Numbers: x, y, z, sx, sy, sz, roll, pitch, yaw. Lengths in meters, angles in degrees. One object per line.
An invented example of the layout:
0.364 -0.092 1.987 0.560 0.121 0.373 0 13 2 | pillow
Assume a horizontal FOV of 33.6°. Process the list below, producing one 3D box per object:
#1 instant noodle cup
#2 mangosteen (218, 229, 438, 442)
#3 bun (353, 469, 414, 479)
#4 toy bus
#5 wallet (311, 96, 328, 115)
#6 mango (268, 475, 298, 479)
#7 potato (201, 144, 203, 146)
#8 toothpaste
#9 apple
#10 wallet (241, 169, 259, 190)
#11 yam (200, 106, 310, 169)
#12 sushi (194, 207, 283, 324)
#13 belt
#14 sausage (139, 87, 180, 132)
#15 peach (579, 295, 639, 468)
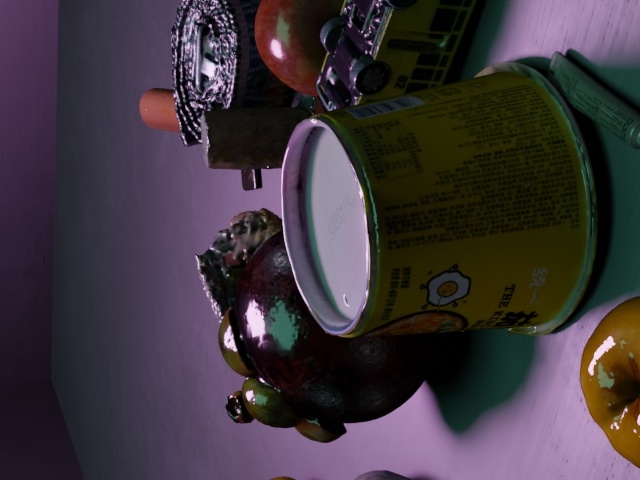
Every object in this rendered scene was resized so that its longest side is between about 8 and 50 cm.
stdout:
0.116 -0.031 1.198 0.325 0.254 0.325 171 90 -67 | instant noodle cup
0.007 0.122 1.419 0.300 0.300 0.300 174 90 -66 | mangosteen
0.073 0.501 1.499 0.354 0.194 0.354 176 90 -65 | bun
0.100 -0.268 1.324 0.128 0.150 0.262 61 142 43 | toy bus
0.054 -0.164 1.577 0.243 0.039 0.133 63 144 39 | wallet
-0.069 0.529 1.904 0.167 0.130 0.262 -112 24 -43 | mango
-0.227 -0.273 2.164 0.198 0.054 0.119 110 148 -44 | potato
0.287 -0.139 1.087 0.197 0.029 0.048 -125 33 -53 | toothpaste
0.000 -0.299 1.495 0.174 0.188 0.188 -143 51 -73 | apple
-0.140 -0.173 2.034 0.082 0.018 0.156 -175 80 -66 | wallet
-0.115 -0.170 1.768 0.107 0.194 0.107 15 107 62 | yam
-0.099 0.088 1.774 0.139 0.184 0.274 70 178 -63 | sushi
-0.146 -0.306 1.859 0.207 0.160 0.295 20 115 44 | belt
-0.268 -0.255 2.109 0.289 0.086 0.086 14 109 47 | sausage
0.319 0.132 0.986 0.179 0.103 0.179 171 90 -66 | peach
